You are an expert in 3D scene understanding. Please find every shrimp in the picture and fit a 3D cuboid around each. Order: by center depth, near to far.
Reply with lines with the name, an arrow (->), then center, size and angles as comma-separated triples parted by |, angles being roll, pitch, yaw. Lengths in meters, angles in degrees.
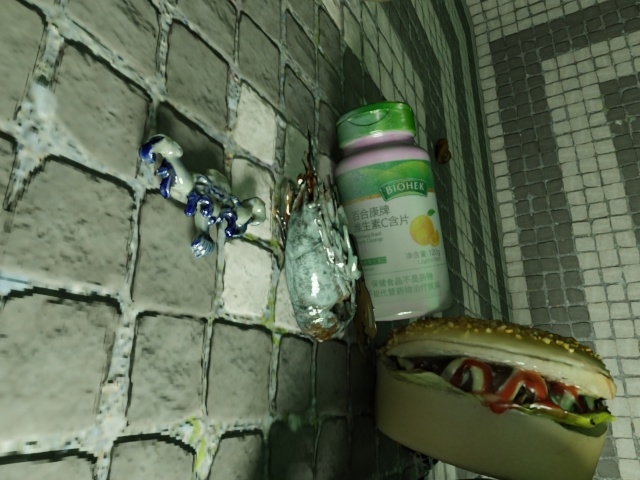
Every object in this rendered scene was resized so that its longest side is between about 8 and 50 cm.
shrimp -> 0.000, 0.000, 0.446 | 0.079, 0.090, 0.233 | -23, 116, -41

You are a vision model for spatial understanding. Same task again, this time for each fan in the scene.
fan -> 0.035, 0.026, 0.533 | 0.153, 0.008, 0.227 | 90, -10, -61

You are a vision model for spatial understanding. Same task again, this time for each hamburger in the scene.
hamburger -> 0.209, 0.195, 0.566 | 0.302, 0.301, 0.171 | 34, 64, -53

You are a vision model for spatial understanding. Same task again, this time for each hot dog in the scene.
hot dog -> 0.347, -0.253, 1.237 | 0.058, 0.035, 0.083 | 60, 33, -38

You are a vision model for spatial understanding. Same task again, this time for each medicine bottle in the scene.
medicine bottle -> 0.091, -0.038, 0.590 | 0.133, 0.133, 0.275 | -1, 81, -62

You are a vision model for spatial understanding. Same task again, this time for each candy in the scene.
candy -> 0.160, 0.297, 0.699 | 0.094, 0.051, 0.227 | 30, 52, -42

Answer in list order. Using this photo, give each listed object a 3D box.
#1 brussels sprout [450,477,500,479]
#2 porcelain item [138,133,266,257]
brussels sprout -> 0.141, 0.390, 0.337 | 0.425, 0.342, 0.361 | 17, 49, -65
porcelain item -> -0.093, -0.022, 0.360 | 0.136, 0.021, 0.075 | 33, 57, -53
